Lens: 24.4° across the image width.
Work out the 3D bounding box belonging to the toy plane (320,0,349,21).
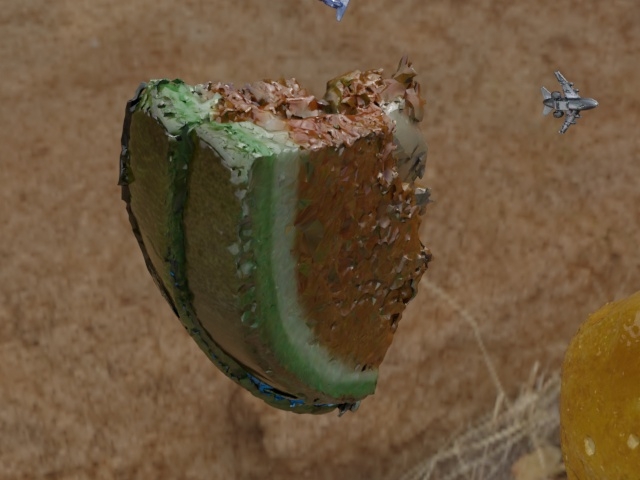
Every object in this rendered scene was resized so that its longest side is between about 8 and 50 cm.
[{"bbox_3d":[-0.045,-0.277,1.548,0.167,0.054,0.062,22,13,-15],"label":"toy plane"}]

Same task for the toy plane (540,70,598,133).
[{"bbox_3d":[0.299,-0.165,1.789,0.031,0.078,0.083,-20,21,-34],"label":"toy plane"}]

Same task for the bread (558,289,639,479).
[{"bbox_3d":[0.433,0.206,1.636,0.250,0.394,0.360,4,81,-35],"label":"bread"}]

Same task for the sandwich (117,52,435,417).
[{"bbox_3d":[-0.003,0.011,0.722,0.159,0.235,0.079,-28,46,-24],"label":"sandwich"}]
